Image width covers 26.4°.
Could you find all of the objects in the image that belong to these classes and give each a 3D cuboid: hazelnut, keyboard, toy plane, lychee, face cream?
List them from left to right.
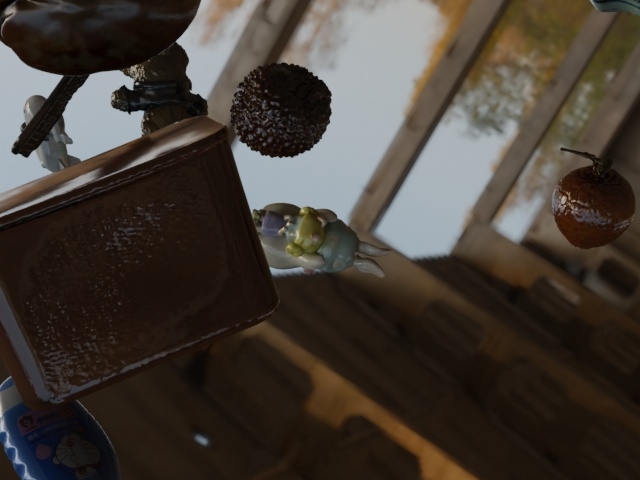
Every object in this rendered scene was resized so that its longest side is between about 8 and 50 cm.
[{"bbox_3d":[-0.539,-0.210,2.722,0.080,0.174,0.174,-28,-131,-24],"label":"toy plane"},{"bbox_3d":[-0.398,0.299,2.039,0.149,0.083,0.264,-13,-131,-36],"label":"face cream"},{"bbox_3d":[-0.433,-0.249,2.305,0.016,0.262,0.106,36,-179,2],"label":"keyboard"},{"bbox_3d":[-0.240,-0.275,1.393,0.234,0.218,0.218,-9,-162,1],"label":"hazelnut"},{"bbox_3d":[-0.075,-0.227,2.417,0.188,0.188,0.188,28,-165,-8],"label":"lychee"},{"bbox_3d":[0.334,-0.048,1.664,0.114,0.140,0.101,-18,-114,-26],"label":"lychee"}]

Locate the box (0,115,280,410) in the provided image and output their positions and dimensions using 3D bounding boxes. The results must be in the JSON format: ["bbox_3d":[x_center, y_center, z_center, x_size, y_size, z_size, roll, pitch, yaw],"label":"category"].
[{"bbox_3d":[-0.242,0.022,1.613,0.239,0.339,0.229,-144,34,-73],"label":"box"}]

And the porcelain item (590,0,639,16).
[{"bbox_3d":[0.471,-0.488,1.988,0.281,0.286,0.157,59,-175,27],"label":"porcelain item"}]

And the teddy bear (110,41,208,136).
[{"bbox_3d":[-0.285,-0.267,2.403,0.182,0.129,0.251,-7,-118,-18],"label":"teddy bear"}]

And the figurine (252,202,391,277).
[{"bbox_3d":[0.000,0.000,2.472,0.235,0.127,0.155,10,151,21],"label":"figurine"}]
